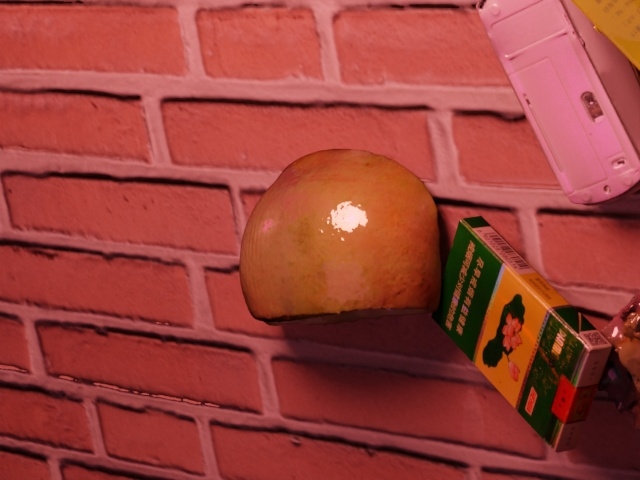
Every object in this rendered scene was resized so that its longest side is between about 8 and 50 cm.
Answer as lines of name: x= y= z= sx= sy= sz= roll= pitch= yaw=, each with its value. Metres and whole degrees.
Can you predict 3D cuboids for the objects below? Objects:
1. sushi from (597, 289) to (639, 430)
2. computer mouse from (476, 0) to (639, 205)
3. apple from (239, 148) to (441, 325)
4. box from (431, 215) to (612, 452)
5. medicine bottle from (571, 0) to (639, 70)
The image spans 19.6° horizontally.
sushi: x=0.367 y=0.104 z=1.774 sx=0.161 sy=0.107 sz=0.241 roll=47 pitch=130 yaw=6
computer mouse: x=0.240 y=-0.152 z=1.783 sx=0.126 sy=0.056 sz=0.245 roll=-24 pitch=94 yaw=40
apple: x=0.000 y=0.000 z=1.995 sx=0.265 sy=0.120 sz=0.193 roll=-5 pitch=93 yaw=39
box: x=0.199 y=0.092 z=1.878 sx=0.235 sy=0.034 sz=0.132 roll=48 pitch=135 yaw=44
medicine bottle: x=0.322 y=-0.239 z=1.629 sx=0.250 sy=0.137 sz=0.141 roll=49 pitch=130 yaw=11
